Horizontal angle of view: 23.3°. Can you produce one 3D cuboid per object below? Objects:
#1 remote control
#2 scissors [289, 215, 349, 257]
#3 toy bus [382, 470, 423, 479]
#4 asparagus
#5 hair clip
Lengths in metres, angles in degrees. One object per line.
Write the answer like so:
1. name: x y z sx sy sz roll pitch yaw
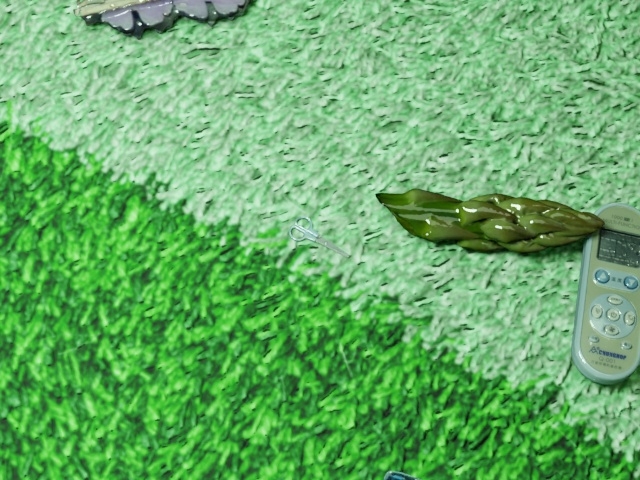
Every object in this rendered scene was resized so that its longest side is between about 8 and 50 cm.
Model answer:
1. remote control: 0.364 0.066 1.939 0.087 0.047 0.244 11 64 2
2. scissors: 0.000 0.000 1.948 0.083 0.006 0.036 31 67 8
3. toy bus: 0.076 0.360 1.729 0.090 0.106 0.185 16 59 36
4. asparagus: 0.212 -0.022 1.947 0.287 0.080 0.080 1 64 2
5. hair clip: -0.182 -0.330 2.049 0.292 0.084 0.106 -16 72 -9
